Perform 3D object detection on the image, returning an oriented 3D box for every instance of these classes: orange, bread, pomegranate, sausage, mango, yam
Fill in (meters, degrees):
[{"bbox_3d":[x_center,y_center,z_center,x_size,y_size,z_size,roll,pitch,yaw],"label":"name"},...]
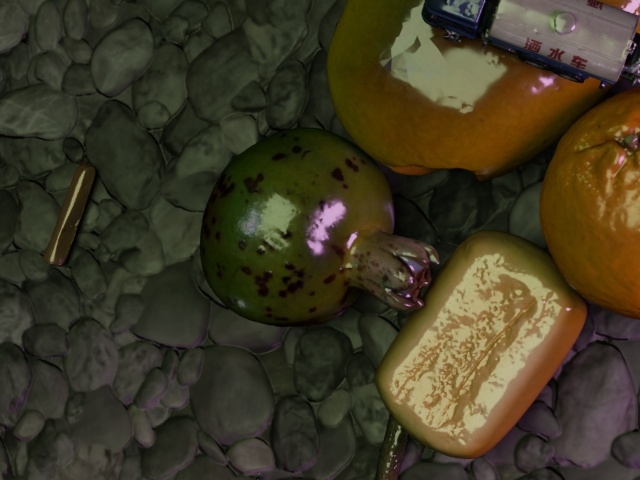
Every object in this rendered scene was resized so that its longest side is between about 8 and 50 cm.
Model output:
[{"bbox_3d":[0.306,-0.035,1.621,0.219,0.193,0.219,-8,77,37],"label":"orange"},{"bbox_3d":[0.155,0.099,1.713,0.147,0.098,0.217,42,103,19],"label":"bread"},{"bbox_3d":[0.000,0.000,1.730,0.248,0.202,0.202,27,96,31],"label":"pomegranate"},{"bbox_3d":[-0.268,-0.029,1.930,0.026,0.026,0.116,21,93,22],"label":"sausage"},{"bbox_3d":[0.173,-0.203,1.683,0.365,0.182,0.253,-28,78,16],"label":"mango"},{"bbox_3d":[0.073,0.217,1.776,0.033,0.027,0.129,12,91,23],"label":"yam"}]

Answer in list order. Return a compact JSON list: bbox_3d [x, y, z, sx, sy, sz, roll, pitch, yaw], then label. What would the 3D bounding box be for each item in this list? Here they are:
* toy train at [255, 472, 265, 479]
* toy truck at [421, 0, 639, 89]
[{"bbox_3d":[-0.086,0.341,1.799,0.127,0.089,0.219,28,96,11],"label":"toy train"},{"bbox_3d":[0.188,-0.188,1.556,0.201,0.088,0.074,21,92,3],"label":"toy truck"}]
